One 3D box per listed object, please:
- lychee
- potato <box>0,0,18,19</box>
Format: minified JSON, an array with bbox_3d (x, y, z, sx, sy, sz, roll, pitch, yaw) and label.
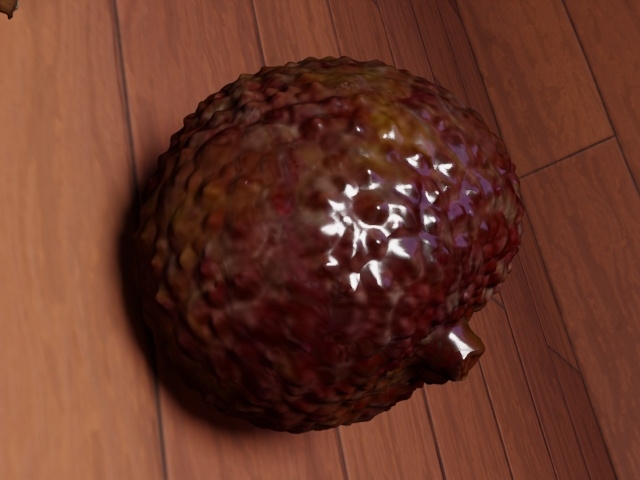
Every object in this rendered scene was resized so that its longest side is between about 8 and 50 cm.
[{"bbox_3d":[0.000,0.000,0.603,0.260,0.260,0.261,50,26,-36],"label":"lychee"},{"bbox_3d":[-0.186,-0.263,0.522,0.116,0.239,0.299,16,49,-19],"label":"potato"}]
